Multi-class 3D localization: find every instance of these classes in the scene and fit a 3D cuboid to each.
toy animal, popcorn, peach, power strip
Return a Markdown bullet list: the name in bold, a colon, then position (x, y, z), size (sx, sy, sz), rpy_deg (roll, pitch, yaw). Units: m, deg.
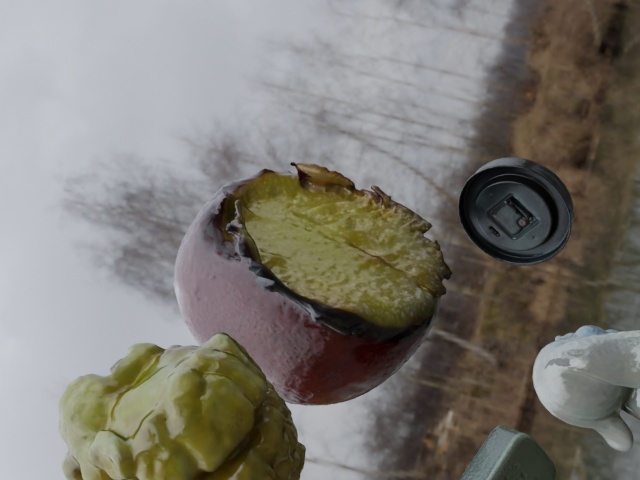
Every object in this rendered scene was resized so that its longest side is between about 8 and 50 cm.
- **toy animal**: position (0.529, 0.263, 1.863), size (0.174, 0.289, 0.249), rpy_deg (-76, -26, -56)
- **popcorn**: position (-0.122, 0.185, 0.902), size (0.200, 0.203, 0.226), rpy_deg (62, 168, -17)
- **peach**: position (-0.012, 0.068, 1.600), size (0.339, 0.417, 0.353), rpy_deg (-31, -69, -37)
- **power strip**: position (0.231, 0.400, 1.417), size (0.265, 0.059, 0.193), rpy_deg (-54, -52, -15)

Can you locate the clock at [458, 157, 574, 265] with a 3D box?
- **clock**: position (0.311, -0.047, 1.659), size (0.040, 0.185, 0.184), rpy_deg (-49, -25, -48)
